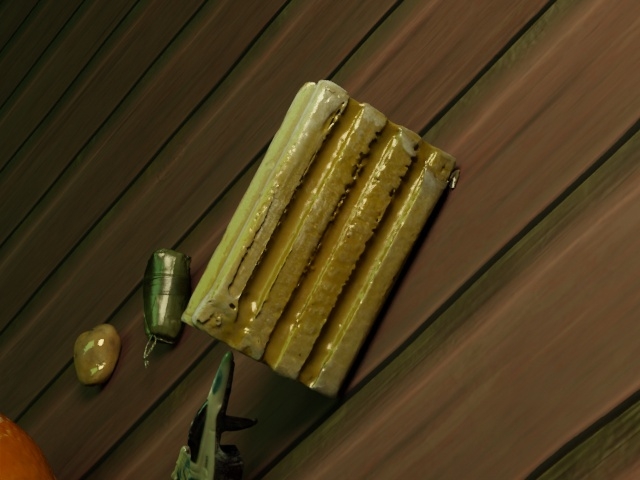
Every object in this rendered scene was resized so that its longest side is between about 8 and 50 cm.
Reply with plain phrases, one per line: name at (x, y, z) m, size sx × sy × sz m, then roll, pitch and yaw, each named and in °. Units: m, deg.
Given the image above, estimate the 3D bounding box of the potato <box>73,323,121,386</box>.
potato at (-0.293, 0.150, 1.949) m, size 0.068 × 0.062 × 0.083 m, roll 142°, pitch 126°, yaw -63°

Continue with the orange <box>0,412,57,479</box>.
orange at (-0.476, 0.375, 1.751) m, size 0.424 × 0.326 × 0.424 m, roll -19°, pitch 67°, yaw 54°

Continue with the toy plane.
toy plane at (-0.106, 0.231, 1.504) m, size 0.262 × 0.088 × 0.192 m, roll -68°, pitch 27°, yaw 18°

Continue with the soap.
soap at (0.000, 0.000, 1.475) m, size 0.274 × 0.173 × 0.089 m, roll -62°, pitch 20°, yaw -5°

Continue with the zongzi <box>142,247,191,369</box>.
zongzi at (-0.199, 0.095, 1.868) m, size 0.130 × 0.062 × 0.154 m, roll 136°, pitch 139°, yaw -70°
